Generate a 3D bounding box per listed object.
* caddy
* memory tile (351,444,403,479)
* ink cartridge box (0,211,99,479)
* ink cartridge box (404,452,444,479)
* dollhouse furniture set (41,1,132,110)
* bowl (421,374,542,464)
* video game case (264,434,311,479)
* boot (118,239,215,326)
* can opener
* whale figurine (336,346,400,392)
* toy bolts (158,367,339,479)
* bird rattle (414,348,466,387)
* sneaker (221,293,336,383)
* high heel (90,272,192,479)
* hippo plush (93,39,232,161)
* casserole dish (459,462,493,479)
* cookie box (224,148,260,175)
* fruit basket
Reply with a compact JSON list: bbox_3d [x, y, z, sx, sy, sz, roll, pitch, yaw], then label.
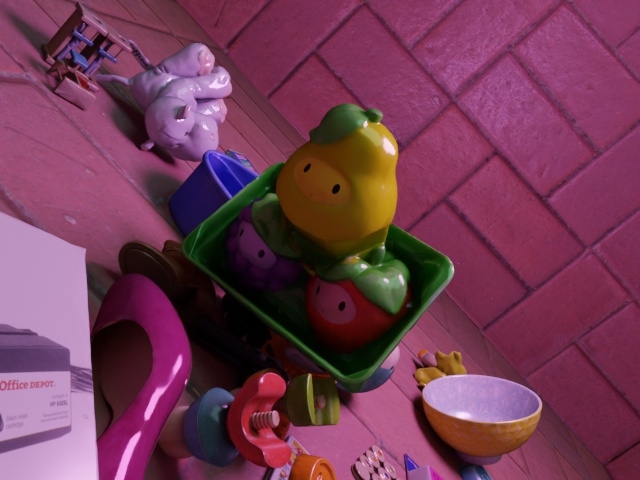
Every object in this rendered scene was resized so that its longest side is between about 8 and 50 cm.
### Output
[{"bbox_3d":[-0.144,-0.036,1.210,0.341,0.179,0.241,51,14,14],"label":"caddy"},{"bbox_3d":[0.111,0.431,1.058,0.113,0.012,0.148,52,15,16],"label":"memory tile"},{"bbox_3d":[-0.245,0.147,0.330,0.129,0.223,0.307,34,19,-41],"label":"ink cartridge box"},{"bbox_3d":[0.242,0.541,1.062,0.176,0.069,0.371,46,12,-10],"label":"ink cartridge box"},{"bbox_3d":[-0.471,-0.368,1.220,0.129,0.129,0.184,31,21,-50],"label":"dollhouse furniture set"},{"bbox_3d":[0.396,0.460,1.469,0.289,0.289,0.156,-40,131,-76],"label":"bowl"},{"bbox_3d":[0.006,0.402,0.802,0.227,0.026,0.206,47,14,-1],"label":"video game case"},{"bbox_3d":[-0.244,0.038,0.941,0.197,0.073,0.152,53,10,-36],"label":"boot"},{"bbox_3d":[-0.126,0.182,0.924,0.186,0.059,0.073,45,15,-14],"label":"can opener"},{"bbox_3d":[0.028,0.213,1.220,0.272,0.141,0.216,27,3,28],"label":"whale figurine"},{"bbox_3d":[-0.089,0.259,0.728,0.228,0.158,0.218,38,43,-57],"label":"toy bolts"},{"bbox_3d":[0.379,0.406,1.708,0.253,0.143,0.207,44,-2,-28],"label":"bird rattle"},{"bbox_3d":[-0.077,0.185,1.047,0.262,0.099,0.121,43,-17,21],"label":"sneaker"},{"bbox_3d":[-0.222,0.145,0.578,0.181,0.127,0.377,49,13,-45],"label":"high heel"},{"bbox_3d":[-0.313,-0.314,1.333,0.294,0.234,0.237,36,18,-41],"label":"hippo plush"},{"bbox_3d":[0.405,0.610,1.406,0.188,0.037,0.114,56,17,26],"label":"casserole dish"},{"bbox_3d":[-0.226,-0.208,1.702,0.107,0.040,0.092,51,15,15],"label":"cookie box"},{"bbox_3d":[0.000,0.000,0.866,0.392,0.283,0.392,36,-26,21],"label":"fruit basket"}]
